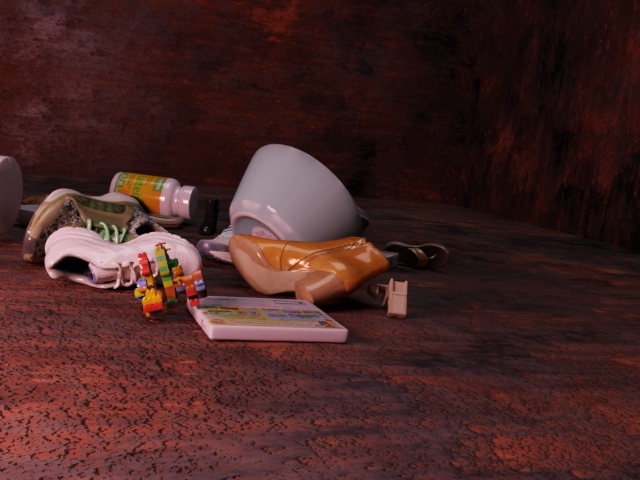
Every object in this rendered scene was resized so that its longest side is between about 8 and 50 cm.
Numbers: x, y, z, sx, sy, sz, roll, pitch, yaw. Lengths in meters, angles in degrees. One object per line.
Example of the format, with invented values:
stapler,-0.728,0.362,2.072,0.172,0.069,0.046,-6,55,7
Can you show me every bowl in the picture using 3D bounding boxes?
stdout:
bowl,-0.715,-0.060,2.133,0.142,0.053,0.142,13,10,33
bowl,-0.080,-0.040,1.800,0.312,0.311,0.163,13,48,41

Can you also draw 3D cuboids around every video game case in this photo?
video game case,-0.094,0.130,1.365,0.227,0.026,0.206,4,8,-20

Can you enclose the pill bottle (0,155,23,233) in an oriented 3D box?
pill bottle,-0.889,-0.123,1.806,0.408,0.228,0.229,7,8,4

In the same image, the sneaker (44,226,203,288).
sneaker,-0.370,0.050,1.533,0.297,0.110,0.129,2,24,-7

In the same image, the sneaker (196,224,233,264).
sneaker,-0.189,-0.011,1.949,0.110,0.122,0.283,11,9,35

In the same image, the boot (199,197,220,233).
boot,-0.320,-0.071,2.363,0.045,0.099,0.121,6,8,4

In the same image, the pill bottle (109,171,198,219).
pill bottle,-0.504,-0.128,2.488,0.246,0.136,0.136,7,8,7

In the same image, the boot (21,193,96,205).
boot,-0.754,-0.107,2.384,0.152,0.072,0.197,8,4,43

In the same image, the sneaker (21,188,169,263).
sneaker,-0.462,-0.017,1.756,0.182,0.158,0.410,22,16,18

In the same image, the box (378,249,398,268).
box,0.087,0.040,2.123,0.207,0.036,0.114,10,9,21

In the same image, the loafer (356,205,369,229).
loafer,0.051,-0.030,2.149,0.111,0.112,0.319,48,24,18

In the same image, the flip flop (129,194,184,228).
flip flop,-0.532,-0.088,2.373,0.277,0.080,0.112,8,12,-8

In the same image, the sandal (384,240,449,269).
sandal,0.249,0.042,2.148,0.180,0.072,0.049,8,23,21

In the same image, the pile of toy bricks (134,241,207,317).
pile of toy bricks,-0.263,0.052,1.391,0.118,0.105,0.212,-15,11,-8

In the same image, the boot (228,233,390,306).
boot,-0.024,0.036,1.638,0.211,0.104,0.295,-25,38,-36

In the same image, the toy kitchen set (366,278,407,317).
toy kitchen set,0.124,0.123,1.575,0.068,0.075,0.083,9,-32,-4
